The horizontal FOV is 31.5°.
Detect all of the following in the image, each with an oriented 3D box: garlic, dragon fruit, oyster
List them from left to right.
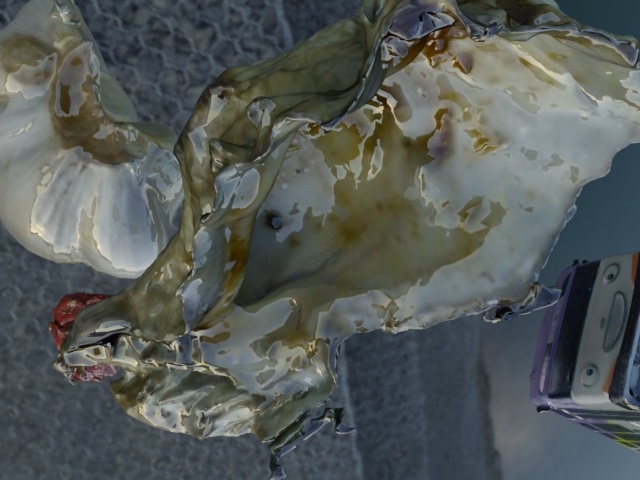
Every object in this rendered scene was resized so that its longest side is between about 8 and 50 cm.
[{"bbox_3d":[-0.241,-0.084,1.110,0.184,0.281,0.203,-37,174,-1],"label":"garlic"},{"bbox_3d":[-0.299,0.122,1.439,0.083,0.162,0.106,39,53,-44],"label":"dragon fruit"},{"bbox_3d":[0.006,0.001,0.550,0.198,0.133,0.337,24,126,-28],"label":"oyster"}]

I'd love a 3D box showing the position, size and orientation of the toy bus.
[{"bbox_3d":[0.485,0.181,1.459,0.440,0.249,0.209,25,72,-27],"label":"toy bus"}]
